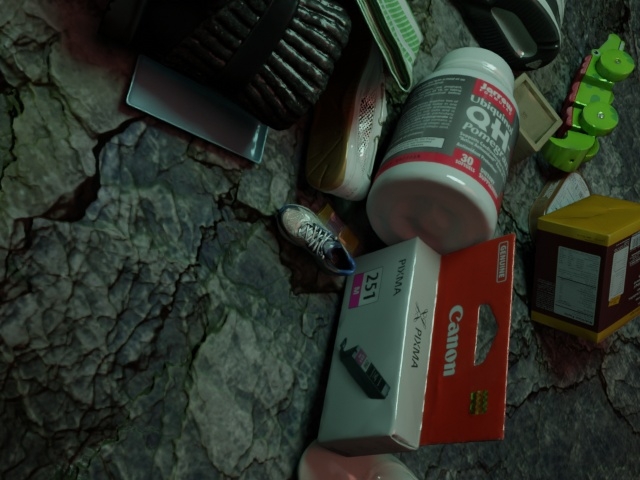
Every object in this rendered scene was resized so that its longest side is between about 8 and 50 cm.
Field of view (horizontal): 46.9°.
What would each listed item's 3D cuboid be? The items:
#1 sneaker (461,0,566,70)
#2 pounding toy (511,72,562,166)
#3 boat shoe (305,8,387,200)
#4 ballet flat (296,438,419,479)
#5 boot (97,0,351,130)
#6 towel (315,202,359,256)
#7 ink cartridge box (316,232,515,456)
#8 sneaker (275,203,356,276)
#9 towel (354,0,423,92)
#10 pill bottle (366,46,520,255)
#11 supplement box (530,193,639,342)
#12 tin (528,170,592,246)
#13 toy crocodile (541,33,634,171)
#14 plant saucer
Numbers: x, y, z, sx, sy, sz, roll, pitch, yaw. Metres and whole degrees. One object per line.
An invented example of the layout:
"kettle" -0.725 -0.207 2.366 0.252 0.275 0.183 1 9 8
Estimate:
"sneaker" 0.292 -0.530 1.250 0.447 0.169 0.257 51 48 -32
"pounding toy" 0.339 -0.199 1.273 0.130 0.100 0.141 51 53 -5
"boat shoe" 0.047 -0.187 1.031 0.096 0.098 0.277 24 71 -44
"ballet flat" 0.135 0.394 0.995 0.400 0.139 0.139 48 58 -23
"boot" -0.063 -0.310 0.814 0.260 0.348 0.131 23 34 -21
"towel" 0.019 -0.005 1.032 0.083 0.009 0.060 50 58 -23
"ink cartridge box" 0.118 0.121 0.918 0.060 0.239 0.275 33 53 -31
"sneaker" 0.000 0.000 0.976 0.135 0.058 0.052 41 81 -24
"towel" 0.076 -0.346 0.997 0.247 0.038 0.325 62 18 -16
"pill bottle" 0.190 -0.135 1.065 0.176 0.176 0.318 45 47 -25
"supplement box" 0.478 0.043 1.281 0.191 0.129 0.194 -19 117 -39
"tin" 0.447 -0.055 1.366 0.106 0.040 0.189 51 57 -17
"toy crocodile" 0.507 -0.263 1.398 0.105 0.115 0.340 23 63 7
"plant saucer" -0.149 -0.158 0.913 0.192 0.018 0.067 22 71 -34
